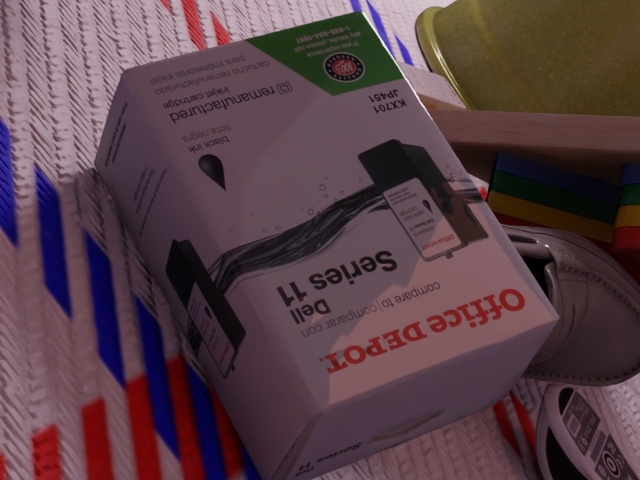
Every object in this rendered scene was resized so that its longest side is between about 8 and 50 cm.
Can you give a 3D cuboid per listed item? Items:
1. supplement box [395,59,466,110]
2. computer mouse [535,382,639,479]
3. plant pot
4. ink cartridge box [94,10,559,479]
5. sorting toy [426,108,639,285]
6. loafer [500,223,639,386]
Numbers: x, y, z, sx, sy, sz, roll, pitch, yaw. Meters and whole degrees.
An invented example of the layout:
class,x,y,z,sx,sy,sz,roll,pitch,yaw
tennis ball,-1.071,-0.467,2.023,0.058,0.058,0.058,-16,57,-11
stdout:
class,x,y,z,sx,sy,sz,roll,pitch,yaw
supplement box,0.057,-0.098,1.170,0.098,0.062,0.036,9,44,-58
computer mouse,0.190,0.179,1.015,0.193,0.042,0.106,55,27,-2
plant pot,0.275,-0.190,1.466,0.276,0.254,0.276,40,24,-23
ink cartridge box,0.000,0.000,0.798,0.153,0.087,0.208,-19,66,-29
sorting toy,0.225,-0.018,1.154,0.255,0.257,0.089,20,78,-55
loafer,0.111,0.042,0.983,0.319,0.112,0.111,18,25,-37
